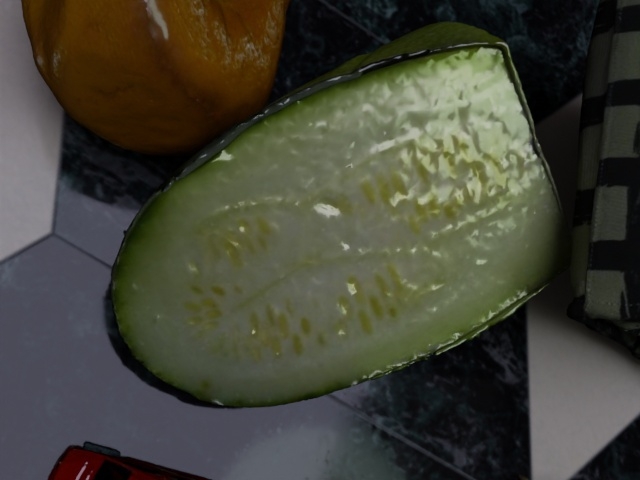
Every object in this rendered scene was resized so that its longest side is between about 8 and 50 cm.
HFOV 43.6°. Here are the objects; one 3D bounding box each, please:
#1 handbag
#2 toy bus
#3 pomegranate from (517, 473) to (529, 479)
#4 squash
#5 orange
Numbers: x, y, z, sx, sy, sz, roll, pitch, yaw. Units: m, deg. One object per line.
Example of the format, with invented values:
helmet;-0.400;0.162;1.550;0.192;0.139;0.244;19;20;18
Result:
handbag;0.324;-0.051;0.689;0.162;0.327;0.326;4;75;28
toy bus;-0.113;0.215;0.604;0.195;0.089;0.081;20;72;-12
pomegranate;0.213;0.267;0.695;0.114;0.115;0.142;-36;65;-21
squash;0.000;0.000;0.620;0.308;0.210;0.234;-32;110;-27
orange;-0.129;-0.184;0.641;0.249;0.183;0.249;-1;92;-60
